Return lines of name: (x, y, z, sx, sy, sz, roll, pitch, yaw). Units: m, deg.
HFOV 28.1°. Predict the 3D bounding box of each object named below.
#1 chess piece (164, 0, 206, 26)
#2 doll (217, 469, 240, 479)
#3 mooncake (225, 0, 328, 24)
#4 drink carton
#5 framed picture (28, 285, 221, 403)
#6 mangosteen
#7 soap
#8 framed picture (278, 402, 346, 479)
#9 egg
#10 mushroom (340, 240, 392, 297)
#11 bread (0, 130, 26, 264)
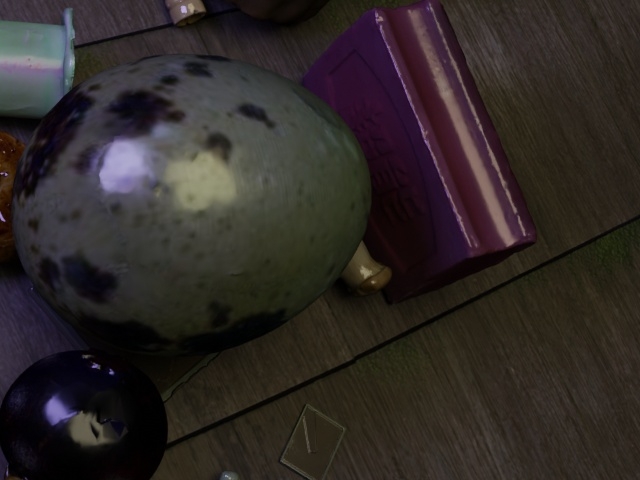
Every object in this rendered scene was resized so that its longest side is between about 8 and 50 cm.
chess piece: (-0.201, -0.359, 1.755, 0.066, 0.066, 0.122, -23, 86, -33)
doll: (-0.104, 0.324, 1.541, 0.083, 0.050, 0.076, 41, 39, -6)
mooncake: (-0.062, -0.473, 1.771, 0.324, 0.187, 0.324, 22, 53, -32)
drink carton: (-0.378, -0.212, 1.558, 0.142, 0.146, 0.144, 3, 45, -15)
framed picture: (-0.194, 0.062, 1.617, 0.213, 0.016, 0.289, 50, 56, -2)
mangosteen: (-0.270, 0.236, 1.424, 0.194, 0.194, 0.231, 15, 94, -22)
soap: (0.128, -0.117, 1.732, 0.128, 0.233, 0.360, -15, 79, -30)
framed picture: (-0.010, 0.262, 1.641, 0.066, 0.006, 0.089, 33, 58, -12)
egg: (-0.141, -0.043, 1.472, 0.427, 0.345, 0.345, -11, 76, -35)
mushroom: (-0.001, 0.001, 1.697, 0.212, 0.097, 0.088, 36, 48, -14)
bread: (-0.408, -0.051, 1.524, 0.193, 0.064, 0.193, 13, 59, -22)
